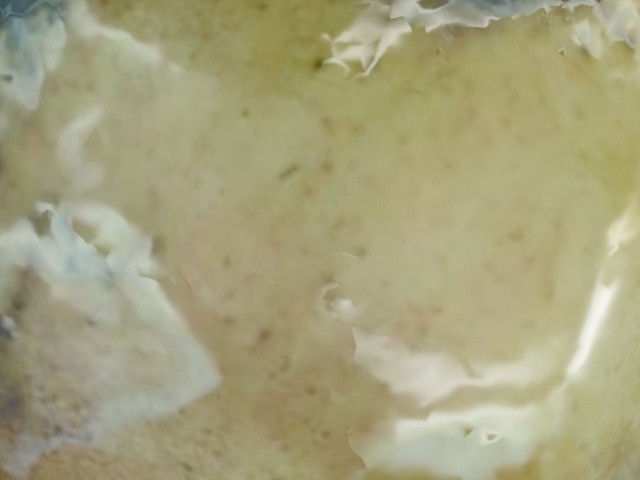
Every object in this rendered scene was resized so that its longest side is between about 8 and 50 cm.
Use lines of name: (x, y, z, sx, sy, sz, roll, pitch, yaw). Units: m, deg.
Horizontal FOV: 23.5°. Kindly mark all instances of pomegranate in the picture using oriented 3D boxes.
pomegranate: (0.000, 0.000, 0.482, 0.322, 0.322, 0.322, 1, 86, -12)
